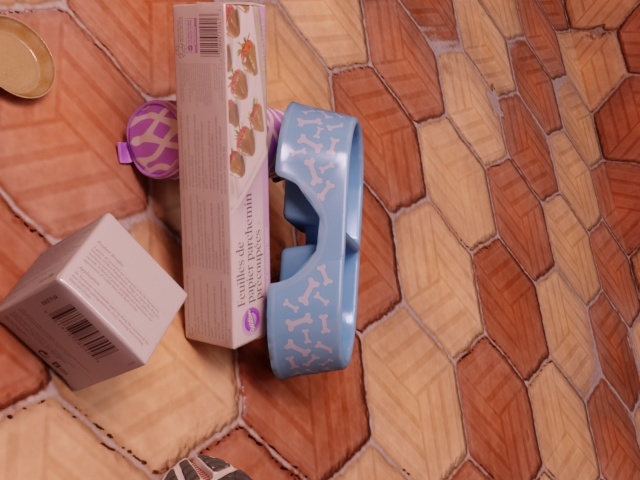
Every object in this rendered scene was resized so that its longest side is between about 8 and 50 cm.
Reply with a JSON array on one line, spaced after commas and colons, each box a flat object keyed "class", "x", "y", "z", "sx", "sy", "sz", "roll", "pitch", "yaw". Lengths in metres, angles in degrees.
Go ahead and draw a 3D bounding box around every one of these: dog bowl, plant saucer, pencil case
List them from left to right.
[{"class": "plant saucer", "x": -0.282, "y": -0.166, "z": 0.796, "sx": 0.083, "sy": 0.015, "sz": 0.083, "roll": 31, "pitch": 47, "yaw": -40}, {"class": "pencil case", "x": -0.110, "y": -0.106, "z": 0.929, "sx": 0.206, "sy": 0.088, "sz": 0.086, "roll": -4, "pitch": 88, "yaw": -56}, {"class": "dog bowl", "x": 0.000, "y": 0.000, "z": 0.924, "sx": 0.166, "sy": 0.074, "sz": 0.297, "roll": 40, "pitch": 52, "yaw": -78}]

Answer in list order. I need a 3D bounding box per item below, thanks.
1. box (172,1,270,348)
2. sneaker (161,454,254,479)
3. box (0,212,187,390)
[{"class": "box", "x": -0.092, "y": -0.061, "z": 0.829, "sx": 0.063, "sy": 0.067, "sz": 0.324, "roll": -20, "pitch": 113, "yaw": -54}, {"class": "sneaker", "x": -0.064, "y": 0.318, "z": 0.738, "sx": 0.107, "sy": 0.118, "sz": 0.279, "roll": -18, "pitch": 63, "yaw": -39}, {"class": "box", "x": -0.189, "y": 0.052, "z": 0.719, "sx": 0.101, "sy": 0.102, "sz": 0.087, "roll": 50, "pitch": 40, "yaw": -22}]
